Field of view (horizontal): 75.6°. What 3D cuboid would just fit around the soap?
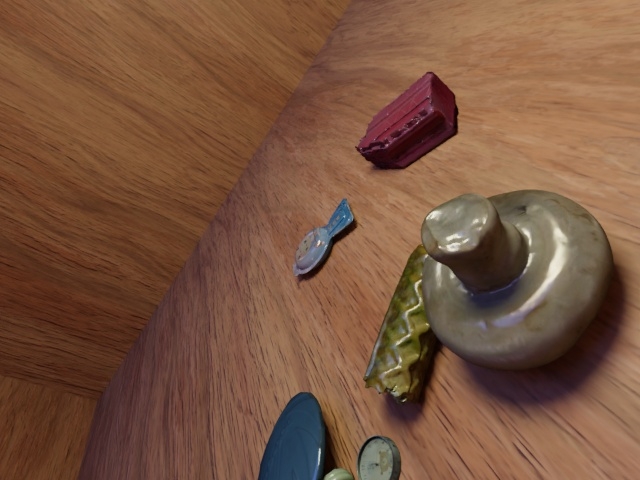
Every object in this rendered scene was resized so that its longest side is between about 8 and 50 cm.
[{"bbox_3d":[0.195,-0.270,0.987,0.250,0.099,0.162,-30,39,44],"label":"soap"}]

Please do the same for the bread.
[{"bbox_3d":[0.154,0.126,0.674,0.087,0.098,0.269,14,74,33],"label":"bread"}]

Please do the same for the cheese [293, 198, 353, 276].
[{"bbox_3d":[0.000,0.000,1.105,0.245,0.052,0.135,-49,28,21],"label":"cheese"}]

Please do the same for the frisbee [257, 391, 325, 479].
[{"bbox_3d":[-0.074,0.419,0.751,0.289,0.049,0.289,-57,19,32],"label":"frisbee"}]

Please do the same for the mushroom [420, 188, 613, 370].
[{"bbox_3d":[0.213,0.027,0.520,0.243,0.243,0.243,-41,32,33],"label":"mushroom"}]

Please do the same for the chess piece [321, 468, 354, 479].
[{"bbox_3d":[0.053,0.415,0.605,0.059,0.059,0.149,-57,34,5],"label":"chess piece"}]

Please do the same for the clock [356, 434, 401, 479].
[{"bbox_3d":[0.089,0.348,0.642,0.085,0.017,0.085,-41,32,33],"label":"clock"}]
